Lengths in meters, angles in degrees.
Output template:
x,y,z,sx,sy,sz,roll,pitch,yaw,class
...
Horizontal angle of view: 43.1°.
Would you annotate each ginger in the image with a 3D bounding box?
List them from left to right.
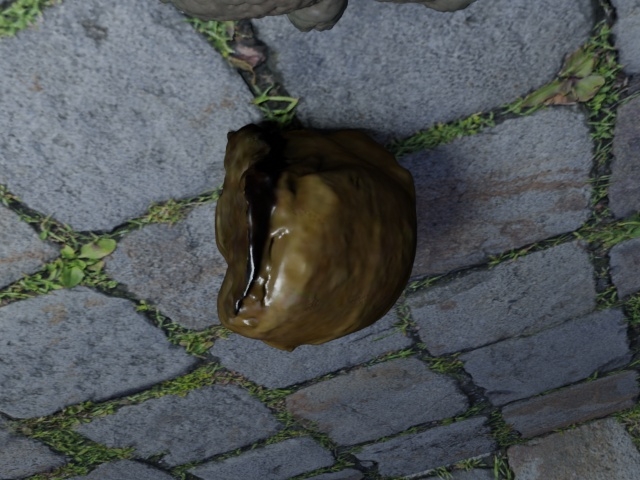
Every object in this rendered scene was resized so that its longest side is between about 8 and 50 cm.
x,y,z,sx,sy,sz,roll,pitch,yaw,class
-0.001,0.004,0.820,0.222,0.269,0.201,9,114,-18,ginger

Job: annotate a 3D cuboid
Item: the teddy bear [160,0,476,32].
x,y,z,sx,sy,sz,roll,pitch,yaw,class
-0.001,-0.238,0.546,0.267,0.151,0.236,-13,141,-4,teddy bear
